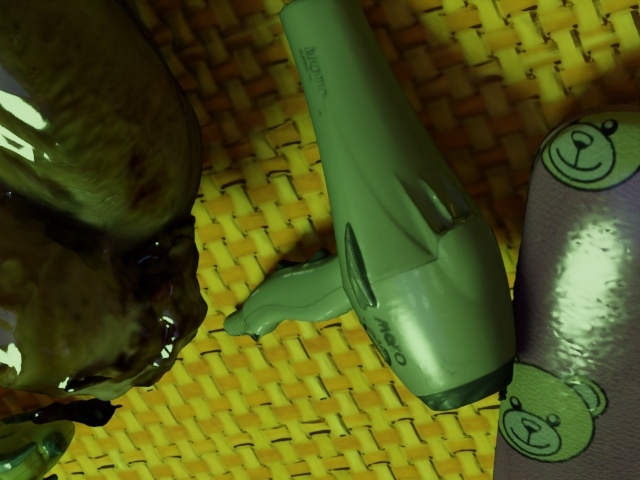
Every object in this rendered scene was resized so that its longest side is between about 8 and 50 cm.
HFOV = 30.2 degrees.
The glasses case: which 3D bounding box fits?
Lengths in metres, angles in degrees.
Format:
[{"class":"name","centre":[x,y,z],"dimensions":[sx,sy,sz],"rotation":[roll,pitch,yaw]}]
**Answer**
[{"class":"glasses case","centre":[0.161,0.073,0.642],"dimensions":[0.123,0.076,0.316],"rotation":[10,125,15]}]

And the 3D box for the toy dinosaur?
[{"class":"toy dinosaur","centre":[-0.295,0.199,0.821],"dimensions":[0.153,0.259,0.094],"rotation":[0,123,54]}]

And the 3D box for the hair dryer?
[{"class":"hair dryer","centre":[0.004,-0.028,0.646],"dimensions":[0.225,0.088,0.219],"rotation":[11,114,48]}]

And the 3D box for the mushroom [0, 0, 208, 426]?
[{"class":"mushroom","centre":[-0.166,-0.038,0.626],"dimensions":[0.283,0.195,0.263],"rotation":[54,134,4]}]
